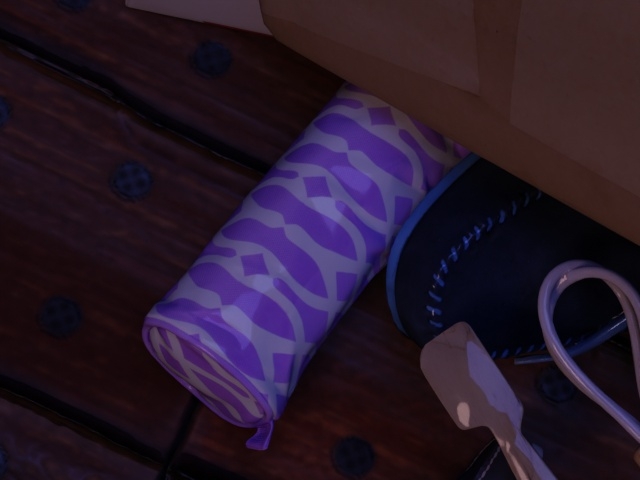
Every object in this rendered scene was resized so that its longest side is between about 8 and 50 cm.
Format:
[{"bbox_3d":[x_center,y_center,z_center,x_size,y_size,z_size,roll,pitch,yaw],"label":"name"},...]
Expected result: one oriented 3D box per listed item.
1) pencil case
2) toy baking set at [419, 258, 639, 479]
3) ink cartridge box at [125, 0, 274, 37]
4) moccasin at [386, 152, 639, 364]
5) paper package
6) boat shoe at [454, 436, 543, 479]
[{"bbox_3d":[0.000,0.000,0.874,0.088,0.086,0.206,47,70,-18],"label":"pencil case"},{"bbox_3d":[0.178,0.102,0.792,0.256,0.030,0.197,-5,85,12],"label":"toy baking set"},{"bbox_3d":[-0.046,-0.189,0.939,0.099,0.056,0.135,11,71,-7],"label":"ink cartridge box"},{"bbox_3d":[0.199,-0.026,0.870,0.342,0.138,0.117,-25,35,-16],"label":"moccasin"},{"bbox_3d":[0.180,-0.160,0.817,0.309,0.168,0.325,-31,47,-31],"label":"paper package"},{"bbox_3d":[0.026,0.161,0.826,0.065,0.075,0.206,43,75,2],"label":"boat shoe"}]
